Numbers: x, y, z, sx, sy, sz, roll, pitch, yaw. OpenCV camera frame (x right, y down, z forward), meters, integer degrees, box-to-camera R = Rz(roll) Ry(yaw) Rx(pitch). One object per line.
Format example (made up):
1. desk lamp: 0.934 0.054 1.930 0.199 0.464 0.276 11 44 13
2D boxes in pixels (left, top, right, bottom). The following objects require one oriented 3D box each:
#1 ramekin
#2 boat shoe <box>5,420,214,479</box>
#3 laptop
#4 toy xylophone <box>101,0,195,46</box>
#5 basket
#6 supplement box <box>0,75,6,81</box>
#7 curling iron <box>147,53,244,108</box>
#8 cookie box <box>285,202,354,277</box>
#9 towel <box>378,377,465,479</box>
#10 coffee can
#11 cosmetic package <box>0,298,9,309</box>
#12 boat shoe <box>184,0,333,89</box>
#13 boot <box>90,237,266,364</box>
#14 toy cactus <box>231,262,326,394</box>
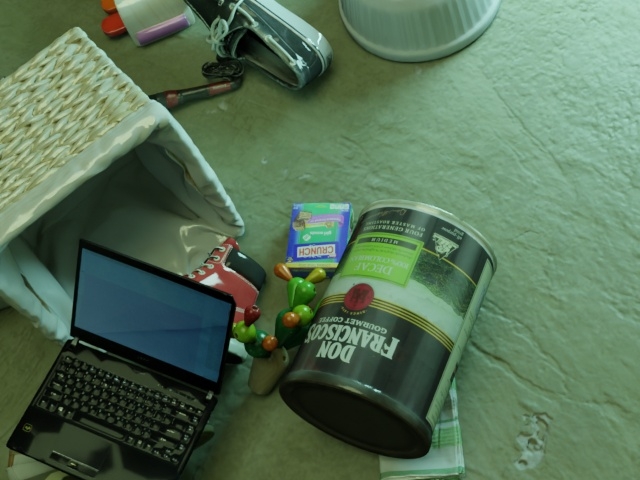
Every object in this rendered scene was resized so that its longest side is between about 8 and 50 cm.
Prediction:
1. ramekin: 0.153 -0.431 1.652 0.273 0.127 0.272 -6 63 11
2. boat shoe: -0.298 0.275 1.419 0.302 0.113 0.103 -19 66 5
3. laptop: -0.258 0.172 1.323 0.234 0.136 0.264 19 64 14
4. toy xylophone: -0.296 -0.504 1.830 0.236 0.081 0.322 -15 61 7
5. basket: -0.347 -0.063 1.487 0.331 0.328 0.266 -41 57 -7
6. supplement box: -0.523 -0.236 1.769 0.083 0.055 0.043 36 77 28
7. curling iron: -0.256 -0.244 1.716 0.274 0.035 0.068 -20 56 3
8. cookie box: 0.000 0.000 1.522 0.092 0.040 0.107 0 65 14
9. towel: 0.130 0.248 1.374 0.113 0.023 0.152 -7 62 10
10. coffee can: 0.092 0.114 1.334 0.202 0.201 0.275 15 62 21
11. cosmetic package: -0.734 0.046 1.602 0.453 0.161 0.230 -18 70 6
12. boat shoe: -0.130 -0.342 1.670 0.306 0.113 0.105 37 59 10
13. boot: -0.200 0.059 1.469 0.244 0.088 0.176 22 63 -20
14. toy cactus: -0.063 0.128 1.413 0.112 0.219 0.180 31 113 16
